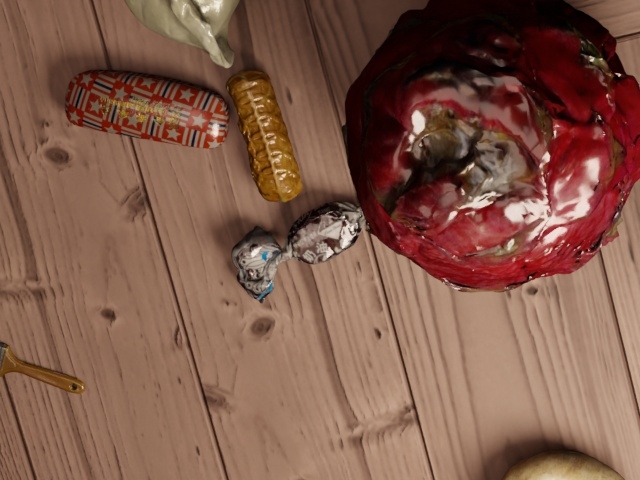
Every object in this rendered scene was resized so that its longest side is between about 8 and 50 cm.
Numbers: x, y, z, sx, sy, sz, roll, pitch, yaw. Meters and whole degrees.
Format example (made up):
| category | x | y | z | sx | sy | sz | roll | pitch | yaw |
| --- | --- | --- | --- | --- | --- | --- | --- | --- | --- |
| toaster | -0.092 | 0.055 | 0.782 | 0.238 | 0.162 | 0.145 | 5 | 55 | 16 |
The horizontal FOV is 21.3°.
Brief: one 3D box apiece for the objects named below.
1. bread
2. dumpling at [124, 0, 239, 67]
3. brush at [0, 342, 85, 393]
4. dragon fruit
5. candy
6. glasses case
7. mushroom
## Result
| category | x | y | z | sx | sy | sz | roll | pitch | yaw |
| --- | --- | --- | --- | --- | --- | --- | --- | --- | --- |
| bread | -0.063 | -0.118 | 1.914 | 0.052 | 0.044 | 0.157 | -14 | 99 | 21 |
| dumpling | -0.155 | -0.299 | 1.833 | 0.132 | 0.162 | 0.250 | -22 | 90 | 19 |
| brush | -0.365 | 0.154 | 2.082 | 0.170 | 0.014 | 0.043 | 18 | 106 | 9 |
| dragon fruit | 0.172 | -0.102 | 1.698 | 0.329 | 0.329 | 0.329 | 4 | 104 | 15 |
| candy | 0.000 | 0.000 | 1.927 | 0.226 | 0.051 | 0.094 | -26 | 106 | 21 |
| glasses case | -0.200 | -0.152 | 1.941 | 0.194 | 0.049 | 0.073 | 10 | 105 | 13 |
| mushroom | 0.268 | 0.314 | 1.886 | 0.166 | 0.127 | 0.166 | 7 | 111 | 18 |
